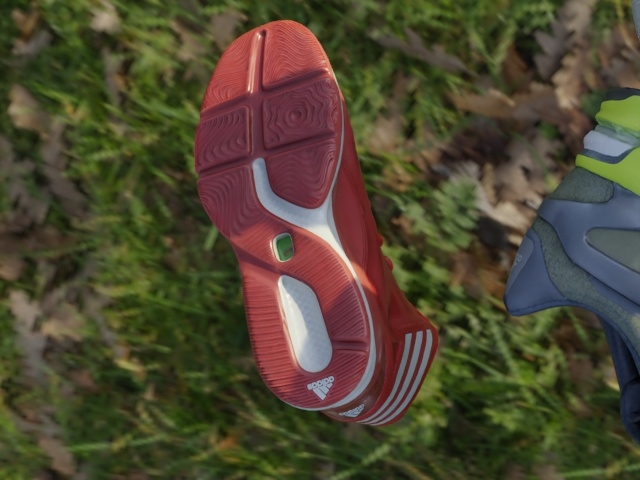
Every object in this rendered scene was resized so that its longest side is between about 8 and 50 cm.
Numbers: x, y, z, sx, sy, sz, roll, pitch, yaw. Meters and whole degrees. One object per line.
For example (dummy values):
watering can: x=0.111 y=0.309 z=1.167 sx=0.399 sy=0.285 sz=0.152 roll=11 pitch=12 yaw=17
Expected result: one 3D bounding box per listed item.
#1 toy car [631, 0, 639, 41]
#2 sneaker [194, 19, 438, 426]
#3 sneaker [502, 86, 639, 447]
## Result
toy car: x=0.203 y=-0.135 z=0.750 sx=0.210 sy=0.219 sz=0.238 roll=-28 pitch=43 yaw=25
sneaker: x=0.000 y=0.000 z=0.961 sx=0.087 sy=0.128 sz=0.221 roll=-14 pitch=66 yaw=18
sneaker: x=0.208 y=0.069 z=0.818 sx=0.300 sy=0.111 sz=0.121 roll=42 pitch=93 yaw=-2
